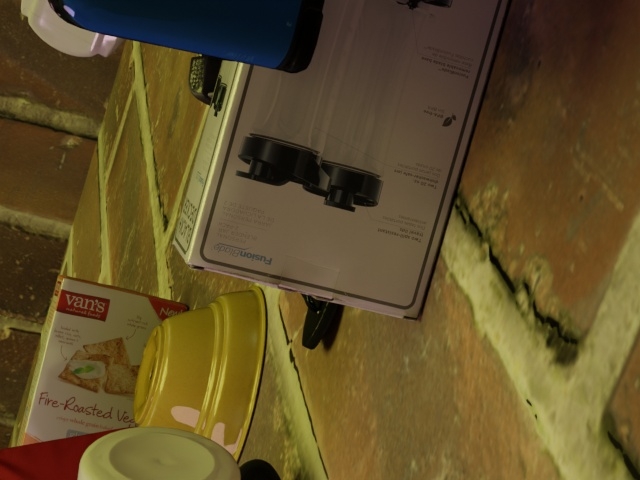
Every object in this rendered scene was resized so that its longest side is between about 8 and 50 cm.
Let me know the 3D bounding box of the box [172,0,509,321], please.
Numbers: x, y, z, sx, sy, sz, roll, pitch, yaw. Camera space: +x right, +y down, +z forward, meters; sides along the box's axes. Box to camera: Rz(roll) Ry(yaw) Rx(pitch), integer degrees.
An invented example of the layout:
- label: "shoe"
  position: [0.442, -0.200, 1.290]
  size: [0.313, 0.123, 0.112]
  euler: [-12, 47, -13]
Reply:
- label: "box"
  position: [0.018, -0.107, 1.032]
  size: [0.087, 0.169, 0.290]
  euler: [-145, 69, -74]

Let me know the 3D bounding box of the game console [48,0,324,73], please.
- label: "game console"
  position: [-0.059, -0.253, 0.839]
  size: [0.173, 0.250, 0.293]
  euler: [21, 100, 43]

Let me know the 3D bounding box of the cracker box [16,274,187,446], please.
- label: "cracker box"
  position: [-0.264, 0.170, 1.836]
  size: [0.067, 0.155, 0.232]
  euler: [-174, 97, -75]

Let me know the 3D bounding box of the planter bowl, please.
- label: "planter bowl"
  position: [-0.129, 0.140, 1.497]
  size: [0.217, 0.090, 0.217]
  euler: [-165, 90, -75]

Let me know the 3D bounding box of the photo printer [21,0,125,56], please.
- label: "photo printer"
  position: [-0.144, -0.335, 1.384]
  size: [0.256, 0.107, 0.307]
  euler: [-62, 1, 36]

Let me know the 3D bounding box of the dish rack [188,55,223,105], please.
- label: "dish rack"
  position: [-0.008, -0.213, 1.325]
  size: [0.271, 0.074, 0.208]
  euler: [2, 83, 46]

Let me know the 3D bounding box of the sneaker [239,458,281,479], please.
- label: "sneaker"
  position: [-0.036, 0.234, 1.151]
  size: [0.089, 0.051, 0.170]
  euler: [123, 151, -55]

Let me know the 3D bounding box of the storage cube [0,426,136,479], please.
- label: "storage cube"
  position: [-0.252, 0.316, 1.469]
  size: [0.184, 0.193, 0.215]
  euler: [-103, 4, -61]

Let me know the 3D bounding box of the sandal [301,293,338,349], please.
- label: "sandal"
  position: [0.000, 0.000, 1.244]
  size: [0.067, 0.040, 0.179]
  euler: [158, 125, -72]

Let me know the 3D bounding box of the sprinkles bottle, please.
- label: "sprinkles bottle"
  position: [-0.139, 0.325, 1.189]
  size: [0.121, 0.121, 0.355]
  euler: [-112, 28, -66]
